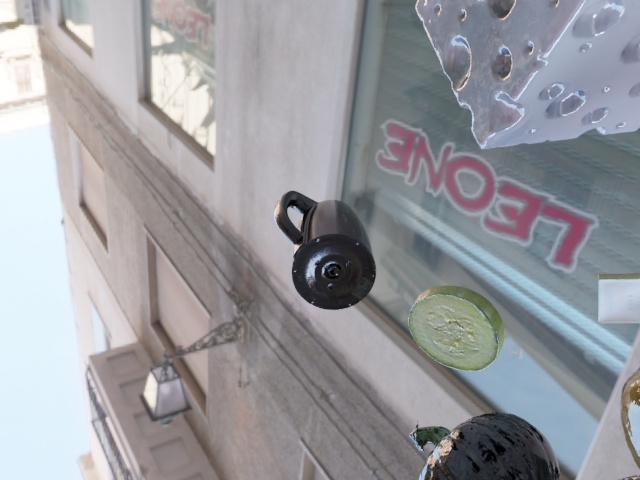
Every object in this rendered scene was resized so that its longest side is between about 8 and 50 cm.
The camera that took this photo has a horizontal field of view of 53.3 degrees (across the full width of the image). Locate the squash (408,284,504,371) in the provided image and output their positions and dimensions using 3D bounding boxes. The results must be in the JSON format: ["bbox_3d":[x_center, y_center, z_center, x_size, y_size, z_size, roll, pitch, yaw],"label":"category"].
[{"bbox_3d":[0.346,0.227,1.648,0.251,0.252,0.049,19,-139,22],"label":"squash"}]

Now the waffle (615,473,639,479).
[{"bbox_3d":[0.620,0.454,1.196,0.190,0.191,0.038,-5,-115,-18],"label":"waffle"}]

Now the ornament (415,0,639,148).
[{"bbox_3d":[0.287,-0.279,0.727,0.239,0.240,0.239,-8,-116,-17],"label":"ornament"}]

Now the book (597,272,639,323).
[{"bbox_3d":[0.746,0.130,1.414,0.241,0.170,0.018,-4,-135,20],"label":"book"}]

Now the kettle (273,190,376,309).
[{"bbox_3d":[0.000,0.000,1.168,0.202,0.144,0.232,27,-160,-12],"label":"kettle"}]

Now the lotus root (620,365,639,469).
[{"bbox_3d":[0.367,0.196,0.480,0.169,0.152,0.343,27,-168,-17],"label":"lotus root"}]

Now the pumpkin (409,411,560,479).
[{"bbox_3d":[0.239,0.369,1.005,0.247,0.248,0.248,5,-151,-3],"label":"pumpkin"}]
